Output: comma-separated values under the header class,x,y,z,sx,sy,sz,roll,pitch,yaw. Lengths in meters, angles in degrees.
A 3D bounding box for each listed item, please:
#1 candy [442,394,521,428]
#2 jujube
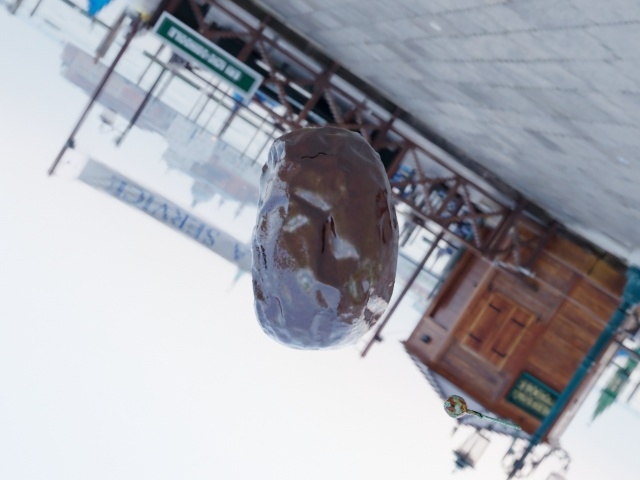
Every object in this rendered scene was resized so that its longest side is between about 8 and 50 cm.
class,x,y,z,sx,sy,sz,roll,pitch,yaw
candy,0.360,0.392,1.962,0.185,0.049,0.055,19,150,-3
jujube,0.000,0.001,1.514,0.277,0.376,0.276,-5,178,0
